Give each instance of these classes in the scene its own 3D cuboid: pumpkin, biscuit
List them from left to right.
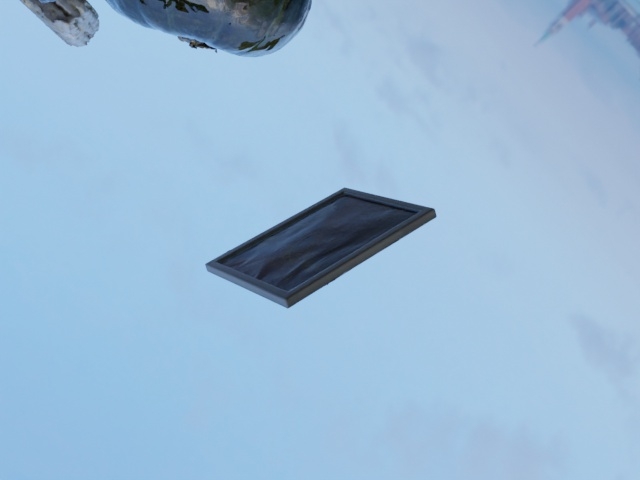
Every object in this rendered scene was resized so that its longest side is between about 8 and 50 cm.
[{"bbox_3d":[-0.524,-0.476,1.259,0.426,0.078,0.144,43,179,-6],"label":"biscuit"},{"bbox_3d":[-0.112,-0.268,0.795,0.223,0.157,0.224,13,-167,-3],"label":"pumpkin"}]

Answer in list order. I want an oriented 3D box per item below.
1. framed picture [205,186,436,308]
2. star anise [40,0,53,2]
[{"bbox_3d":[0.000,0.000,1.033,0.250,0.184,0.016,-29,-61,-29],"label":"framed picture"},{"bbox_3d":[-0.288,-0.335,0.865,0.197,0.212,0.073,29,-155,-55],"label":"star anise"}]
